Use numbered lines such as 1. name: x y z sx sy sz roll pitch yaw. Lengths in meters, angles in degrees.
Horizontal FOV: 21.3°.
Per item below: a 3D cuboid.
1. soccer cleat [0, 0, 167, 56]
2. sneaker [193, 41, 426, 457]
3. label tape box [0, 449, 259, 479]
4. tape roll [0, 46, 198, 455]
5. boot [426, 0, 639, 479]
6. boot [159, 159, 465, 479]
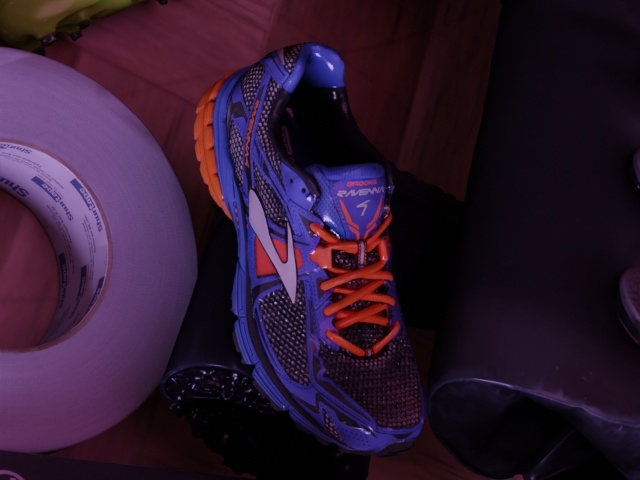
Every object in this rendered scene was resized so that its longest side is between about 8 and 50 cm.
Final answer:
1. soccer cleat: -0.120 -0.169 1.003 0.179 0.060 0.072 -28 90 -31
2. sneaker: 0.000 0.000 0.826 0.083 0.087 0.221 -7 68 -36
3. label tape box: -0.126 0.219 0.782 0.347 0.115 0.249 12 32 -29
4. tape roll: -0.178 0.010 0.907 0.219 0.072 0.219 9 71 -28
5. boot: 0.109 -0.086 0.976 0.367 0.146 0.445 27 59 -21
6. boot: 0.014 0.053 0.953 0.246 0.094 0.207 37 47 -39
